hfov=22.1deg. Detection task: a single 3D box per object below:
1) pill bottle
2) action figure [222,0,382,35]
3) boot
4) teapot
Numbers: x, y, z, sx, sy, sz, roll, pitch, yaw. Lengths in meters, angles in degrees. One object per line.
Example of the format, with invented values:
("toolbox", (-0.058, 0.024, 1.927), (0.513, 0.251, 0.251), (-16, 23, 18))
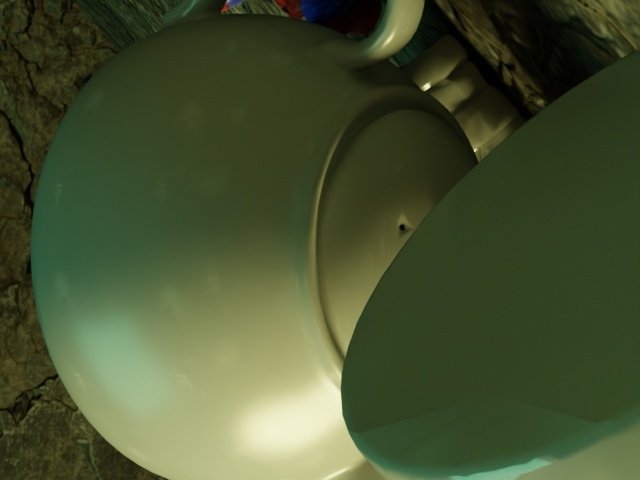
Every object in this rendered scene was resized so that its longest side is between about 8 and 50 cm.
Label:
("pill bottle", (0.196, 0.137, 0.504), (0.408, 0.229, 0.229), (49, 174, -21))
("action figure", (-0.044, -0.146, 0.885), (0.091, 0.139, 0.280), (46, 177, 21))
("boot", (0.027, -0.033, 0.974), (0.258, 0.095, 0.123), (-29, 98, 47))
("teapot", (0.000, 0.000, 0.784), (0.187, 0.253, 0.256), (-3, 146, 38))
